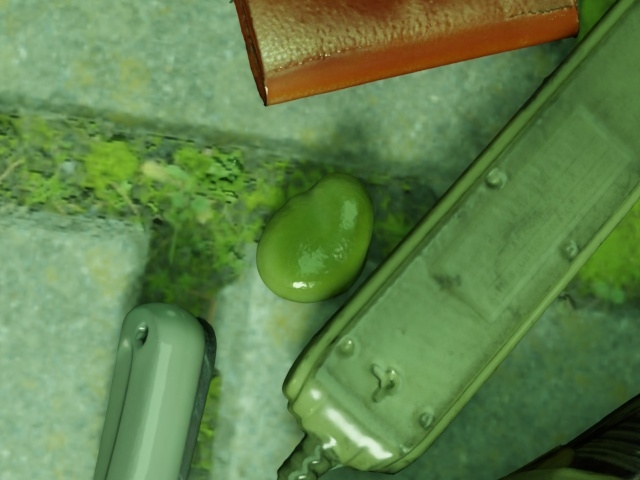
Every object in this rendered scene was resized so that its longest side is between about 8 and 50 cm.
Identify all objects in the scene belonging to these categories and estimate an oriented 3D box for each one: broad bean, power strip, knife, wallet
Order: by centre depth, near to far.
[{"bbox_3d":[-0.113,0.165,1.026,0.040,0.073,0.265,19,77,-36],"label":"knife"},{"bbox_3d":[0.000,0.000,1.085,0.063,0.045,0.083,36,84,2],"label":"broad bean"},{"bbox_3d":[0.106,0.003,1.090,0.092,0.066,0.387,43,75,0],"label":"power strip"},{"bbox_3d":[0.045,-0.169,1.121,0.204,0.045,0.142,-13,79,-10],"label":"wallet"}]

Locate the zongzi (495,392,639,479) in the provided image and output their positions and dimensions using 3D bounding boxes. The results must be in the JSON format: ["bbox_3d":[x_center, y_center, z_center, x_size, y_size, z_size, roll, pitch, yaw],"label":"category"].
[{"bbox_3d":[0.083,0.164,1.030,0.317,0.154,0.289,23,60,21],"label":"zongzi"}]
